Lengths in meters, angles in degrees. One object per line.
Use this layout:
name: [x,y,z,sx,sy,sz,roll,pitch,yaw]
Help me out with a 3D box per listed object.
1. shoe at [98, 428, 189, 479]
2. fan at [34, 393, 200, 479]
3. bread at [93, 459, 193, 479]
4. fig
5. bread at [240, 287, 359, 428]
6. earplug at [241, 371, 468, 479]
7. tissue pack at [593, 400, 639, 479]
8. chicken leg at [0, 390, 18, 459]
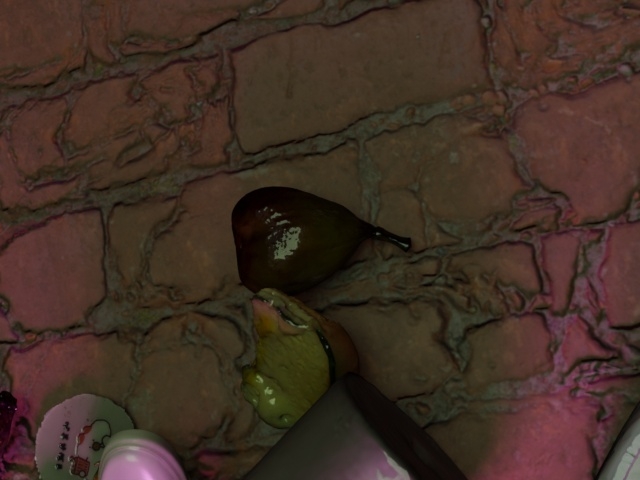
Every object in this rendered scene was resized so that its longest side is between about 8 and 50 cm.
shoe: [-0.240,0.439,1.408,0.131,0.160,0.363,-4,117,8]
fan: [-0.310,0.353,1.631,0.329,0.009,0.191,9,85,18]
bread: [-0.278,0.390,1.580,0.147,0.127,0.152,49,131,14]
fig: [0.000,0.000,1.558,0.274,0.145,0.170,-2,78,3]
bread: [-0.020,0.169,1.522,0.174,0.252,0.133,26,43,23]
earplug: [0.002,0.414,1.359,0.394,0.312,0.313,-44,69,6]
tissue pack: [0.469,0.234,1.205,0.205,0.405,0.332,31,88,18]
chicken leg: [-0.607,0.417,1.629,0.096,0.158,0.407,33,73,6]
